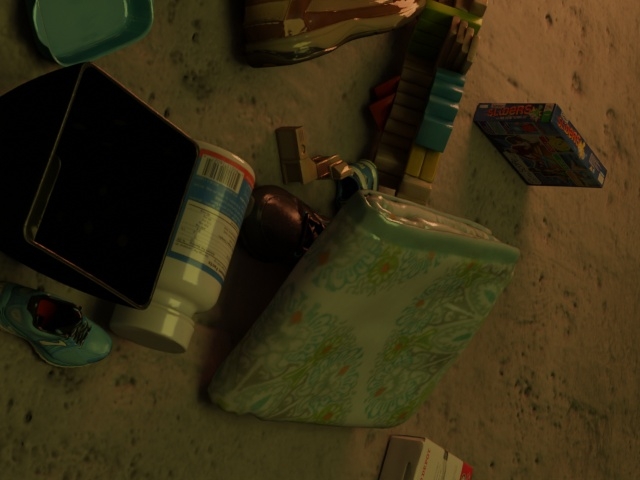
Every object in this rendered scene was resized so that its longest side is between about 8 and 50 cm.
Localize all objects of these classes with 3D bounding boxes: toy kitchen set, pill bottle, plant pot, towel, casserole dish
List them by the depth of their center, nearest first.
[{"bbox_3d":[-0.262,-0.055,1.535,0.187,0.167,0.188,38,64,-48],"label":"plant pot"},{"bbox_3d":[-0.251,-0.255,1.644,0.188,0.037,0.114,-33,119,-46],"label":"casserole dish"},{"bbox_3d":[-0.160,0.008,1.712,0.124,0.124,0.221,38,64,-48],"label":"pill bottle"},{"bbox_3d":[0.070,0.101,1.928,0.374,0.090,0.320,15,115,-52],"label":"towel"},{"bbox_3d":[-0.001,-0.116,1.962,0.083,0.068,0.075,-28,114,-49],"label":"toy kitchen set"}]

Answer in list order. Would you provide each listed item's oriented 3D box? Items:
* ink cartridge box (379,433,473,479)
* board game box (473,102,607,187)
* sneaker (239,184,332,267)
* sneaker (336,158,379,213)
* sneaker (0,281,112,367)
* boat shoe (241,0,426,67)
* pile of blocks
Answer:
[{"bbox_3d":[0.148,0.353,2.199,0.150,0.063,0.109,37,64,-48],"label":"ink cartridge box"},{"bbox_3d":[0.341,-0.145,2.362,0.201,0.136,0.035,43,60,-47],"label":"board game box"},{"bbox_3d":[0.000,0.000,1.943,0.267,0.106,0.101,29,71,-49],"label":"sneaker"},{"bbox_3d":[0.049,-0.035,2.051,0.059,0.053,0.144,-13,94,-53],"label":"sneaker"},{"bbox_3d":[-0.272,0.094,1.609,0.162,0.073,0.063,33,66,-49],"label":"sneaker"},{"bbox_3d":[0.021,-0.310,1.938,0.324,0.122,0.120,-29,110,-49],"label":"boat shoe"},{"bbox_3d":[0.137,-0.221,2.089,0.149,0.113,0.362,116,-9,-69],"label":"pile of blocks"}]
